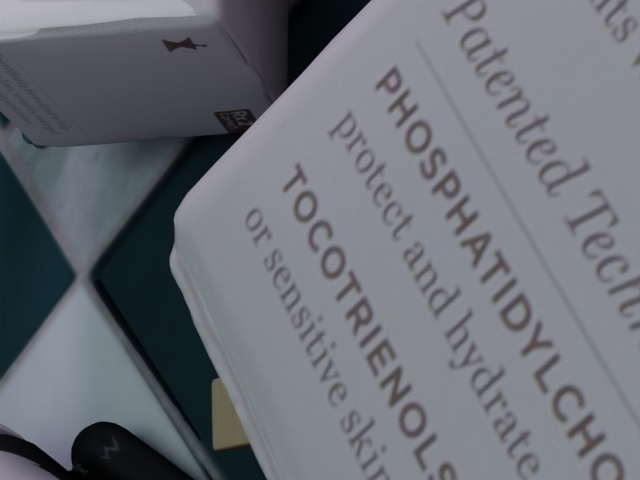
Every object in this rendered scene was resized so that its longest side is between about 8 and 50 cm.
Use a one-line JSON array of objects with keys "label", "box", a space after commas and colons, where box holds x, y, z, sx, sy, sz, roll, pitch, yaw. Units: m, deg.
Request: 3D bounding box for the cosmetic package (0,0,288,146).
[{"label": "cosmetic package", "box": [-0.103, -0.162, 0.893, 0.151, 0.151, 0.184, -3, 73, 12]}]

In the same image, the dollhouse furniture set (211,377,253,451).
[{"label": "dollhouse furniture set", "box": [0.000, 0.000, 0.822, 0.161, 0.101, 0.182, -16, 68, 36]}]

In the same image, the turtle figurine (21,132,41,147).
[{"label": "turtle figurine", "box": [-0.242, -0.140, 0.975, 0.118, 0.234, 0.175, -3, 76, 40]}]

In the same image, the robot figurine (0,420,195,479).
[{"label": "robot figurine", "box": [-0.166, 0.197, 0.854, 0.278, 0.209, 0.174, 32, 111, 40]}]

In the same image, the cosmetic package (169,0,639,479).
[{"label": "cosmetic package", "box": [0.240, 0.021, 0.454, 0.393, 0.329, 0.327, -45, 54, 26]}]
